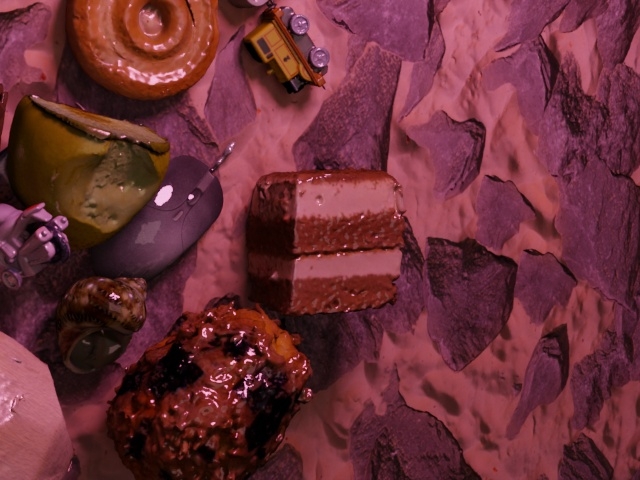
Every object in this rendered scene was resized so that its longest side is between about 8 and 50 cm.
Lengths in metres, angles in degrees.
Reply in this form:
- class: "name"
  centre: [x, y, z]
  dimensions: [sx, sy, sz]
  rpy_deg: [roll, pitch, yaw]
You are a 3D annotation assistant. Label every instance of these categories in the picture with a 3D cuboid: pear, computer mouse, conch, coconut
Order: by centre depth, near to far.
- class: "coconut"
  centre: [-0.598, 0.300, 1.453]
  dimensions: [0.360, 0.346, 0.346]
  rpy_deg: [43, 76, -35]
- class: "pear"
  centre: [-0.416, -0.102, 1.559]
  dimensions: [0.292, 0.159, 0.292]
  rpy_deg: [-22, 135, -24]
- class: "conch"
  centre: [-0.403, 0.143, 1.653]
  dimensions: [0.181, 0.124, 0.187]
  rpy_deg: [-15, 137, -8]
- class: "computer mouse"
  centre: [-0.284, -0.060, 1.719]
  dimensions: [0.379, 0.090, 0.167]
  rpy_deg: [-49, 118, -16]

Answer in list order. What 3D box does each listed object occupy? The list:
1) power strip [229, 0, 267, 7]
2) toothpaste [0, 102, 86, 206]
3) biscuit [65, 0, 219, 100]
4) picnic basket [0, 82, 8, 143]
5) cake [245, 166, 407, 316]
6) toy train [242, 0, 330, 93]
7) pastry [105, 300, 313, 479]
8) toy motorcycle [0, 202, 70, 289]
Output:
- class: "power strip"
  centre: [-0.125, -0.610, 1.694]
  dimensions: [0.229, 0.141, 0.261]
  rpy_deg: [-45, 119, -17]
- class: "toothpaste"
  centre: [-0.523, -0.143, 1.595]
  dimensions: [0.266, 0.061, 0.096]
  rpy_deg: [-41, 118, -11]
- class: "biscuit"
  centre: [-0.320, -0.405, 1.638]
  dimensions: [0.296, 0.102, 0.296]
  rpy_deg: [-4, 98, -30]
- class: "picnic basket"
  centre: [-0.648, -0.229, 1.389]
  dimensions: [0.291, 0.254, 0.321]
  rpy_deg: [-2, 112, -32]
- class: "cake"
  centre: [0.000, 0.000, 1.794]
  dimensions: [0.282, 0.255, 0.290]
  rpy_deg: [-5, 96, -27]
- class: "toy train"
  centre: [-0.067, -0.380, 1.791]
  dimensions: [0.127, 0.089, 0.219]
  rpy_deg: [-38, 115, -8]
- class: "pastry"
  centre: [-0.208, 0.303, 1.627]
  dimensions: [0.405, 0.337, 0.292]
  rpy_deg: [-35, 120, 5]
- class: "toy motorcycle"
  centre: [-0.543, -0.008, 1.506]
  dimensions: [0.171, 0.260, 0.110]
  rpy_deg: [66, 32, -18]
